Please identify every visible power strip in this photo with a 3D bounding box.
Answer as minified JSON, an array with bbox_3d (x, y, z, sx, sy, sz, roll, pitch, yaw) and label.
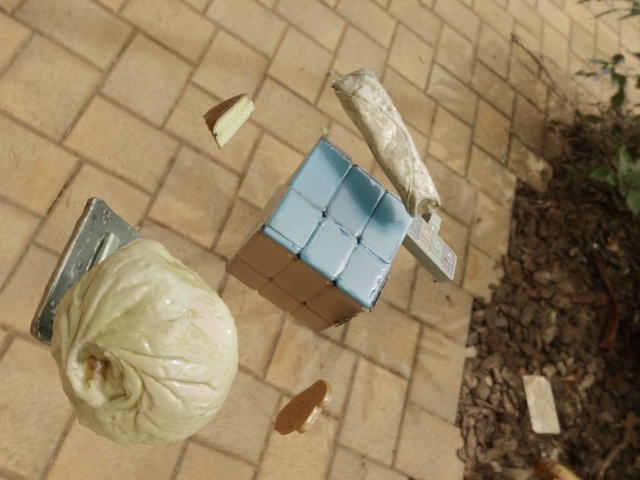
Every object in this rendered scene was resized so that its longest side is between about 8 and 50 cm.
[{"bbox_3d":[0.263,-0.008,1.473,0.215,0.061,0.145,45,47,-25],"label":"power strip"},{"bbox_3d":[-0.287,0.073,0.829,0.198,0.064,0.213,57,41,-57],"label":"power strip"}]

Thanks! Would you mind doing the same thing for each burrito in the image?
[{"bbox_3d":[0.110,-0.160,0.971,0.082,0.059,0.275,-27,87,-9],"label":"burrito"}]

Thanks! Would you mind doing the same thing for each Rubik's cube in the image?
[{"bbox_3d":[0.000,0.000,1.055,0.224,0.221,0.231,36,60,-9],"label":"Rubik's cube"}]

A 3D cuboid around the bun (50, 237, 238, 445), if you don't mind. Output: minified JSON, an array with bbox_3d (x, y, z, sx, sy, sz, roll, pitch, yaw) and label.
[{"bbox_3d":[-0.218,0.124,0.668,0.153,0.243,0.244,-27,87,-54],"label":"bun"}]

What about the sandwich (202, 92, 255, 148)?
[{"bbox_3d":[-0.110,-0.132,0.653,0.083,0.043,0.031,-59,135,-44],"label":"sandwich"}]

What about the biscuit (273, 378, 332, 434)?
[{"bbox_3d":[-0.033,0.340,1.164,0.023,0.140,0.118,50,13,-17],"label":"biscuit"}]
